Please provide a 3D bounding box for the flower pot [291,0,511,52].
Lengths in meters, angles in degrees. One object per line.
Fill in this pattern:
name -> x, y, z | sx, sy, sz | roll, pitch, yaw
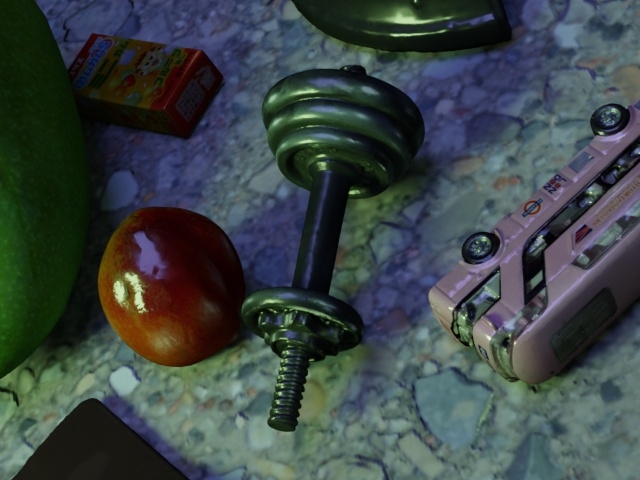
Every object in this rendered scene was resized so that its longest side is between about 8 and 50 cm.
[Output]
flower pot -> 0.080, -0.358, 1.027 | 0.379, 0.251, 0.379 | -15, 51, 20

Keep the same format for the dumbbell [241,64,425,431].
dumbbell -> 0.000, 0.000, 0.911 | 0.110, 0.110, 0.255 | -2, 63, 27

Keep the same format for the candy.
candy -> -0.141, -0.122, 1.109 | 0.122, 0.038, 0.062 | 14, 64, 35

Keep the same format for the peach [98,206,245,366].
peach -> -0.100, 0.029, 0.937 | 0.100, 0.101, 0.101 | -14, 52, 19

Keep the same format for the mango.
mango -> -0.285, -0.063, 1.042 | 0.225, 0.201, 0.382 | -19, 61, -3

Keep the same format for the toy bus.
toy bus -> 0.161, -0.005, 0.849 | 0.203, 0.063, 0.090 | -42, 49, -7

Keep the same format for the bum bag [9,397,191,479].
bum bag -> -0.140, 0.172, 0.904 | 0.159, 0.026, 0.109 | 32, 76, 40
